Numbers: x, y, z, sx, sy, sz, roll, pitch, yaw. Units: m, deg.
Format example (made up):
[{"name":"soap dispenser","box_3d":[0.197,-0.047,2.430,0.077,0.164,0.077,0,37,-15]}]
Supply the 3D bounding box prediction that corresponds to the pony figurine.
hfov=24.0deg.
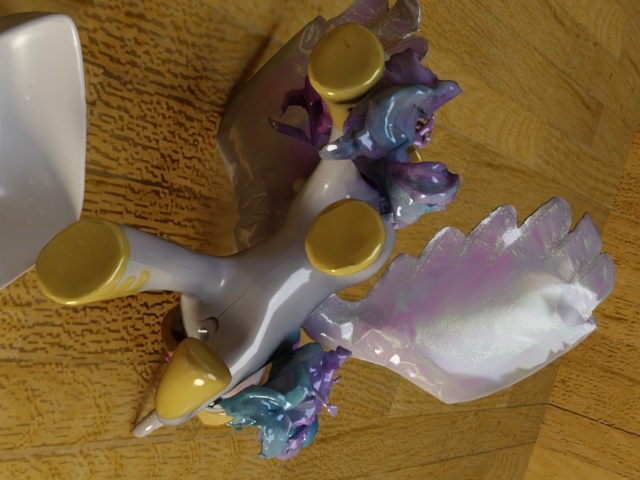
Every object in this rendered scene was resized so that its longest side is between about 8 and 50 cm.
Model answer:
[{"name":"pony figurine","box_3d":[0.000,0.000,0.974,0.351,0.303,0.363,-38,168,-8]}]

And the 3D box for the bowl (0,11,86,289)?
[{"name":"bowl","box_3d":[-0.182,-0.044,0.773,0.142,0.053,0.142,-43,145,-50]}]
